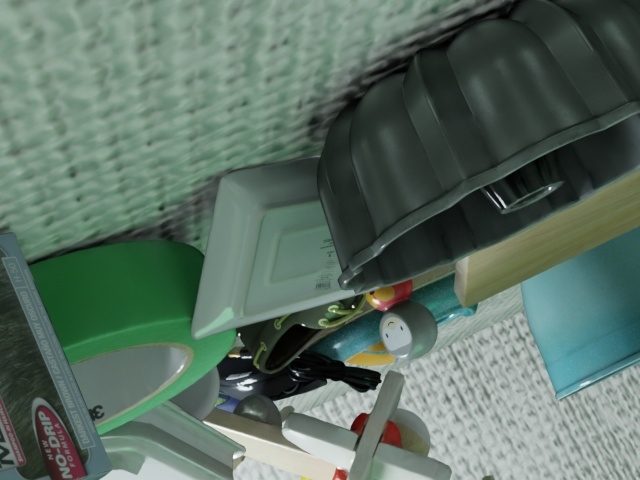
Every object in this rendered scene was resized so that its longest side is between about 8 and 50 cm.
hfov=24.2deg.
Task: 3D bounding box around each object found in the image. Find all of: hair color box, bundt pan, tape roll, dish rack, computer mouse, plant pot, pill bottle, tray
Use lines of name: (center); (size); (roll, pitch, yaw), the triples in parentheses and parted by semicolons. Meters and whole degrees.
hair color box: (-0.333, 0.162, 1.080); (0.374, 0.185, 0.114); (-33, 166, 35)
bundt pan: (0.138, -0.085, 1.159); (0.331, 0.124, 0.331); (-25, 169, -5)
tape roll: (-0.232, 0.108, 1.275); (0.321, 0.077, 0.321); (-22, 163, -7)
dish rack: (-0.252, 0.243, 1.597); (0.286, 0.072, 0.333); (-10, 159, 14)
computer mouse: (-0.072, 0.167, 1.844); (0.262, 0.060, 0.184); (2, 166, 36)
plant pot: (0.402, 0.057, 2.131); (0.272, 0.255, 0.271); (-26, 169, -5)
pill bottle: (-0.201, 0.187, 1.717); (0.117, 0.117, 0.215); (-20, 168, -29)
tray: (0.000, 0.000, 1.266); (0.270, 0.030, 0.145); (-13, 122, -51)

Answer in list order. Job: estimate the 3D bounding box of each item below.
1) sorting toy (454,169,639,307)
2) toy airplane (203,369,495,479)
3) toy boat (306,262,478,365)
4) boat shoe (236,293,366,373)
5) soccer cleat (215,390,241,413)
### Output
sorting toy: (0.246, -0.059, 1.549); (0.257, 0.089, 0.255); (-25, 159, -6)
toy airplane: (0.061, 0.286, 1.785); (0.384, 0.386, 0.272); (-23, -157, 37)
toy boat: (0.094, 0.086, 1.833); (0.267, 0.148, 0.318); (-26, 170, 2)
boat shoe: (0.002, 0.056, 1.619); (0.109, 0.091, 0.305); (-17, 167, -39)
soccer cleat: (-0.163, 0.214, 2.093); (0.121, 0.093, 0.289); (22, 167, -13)
